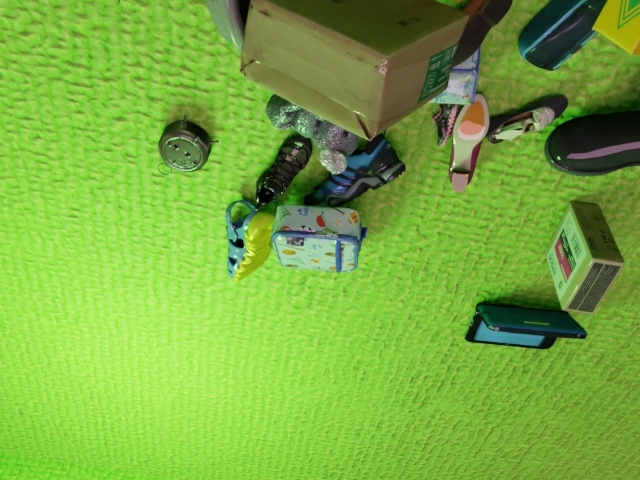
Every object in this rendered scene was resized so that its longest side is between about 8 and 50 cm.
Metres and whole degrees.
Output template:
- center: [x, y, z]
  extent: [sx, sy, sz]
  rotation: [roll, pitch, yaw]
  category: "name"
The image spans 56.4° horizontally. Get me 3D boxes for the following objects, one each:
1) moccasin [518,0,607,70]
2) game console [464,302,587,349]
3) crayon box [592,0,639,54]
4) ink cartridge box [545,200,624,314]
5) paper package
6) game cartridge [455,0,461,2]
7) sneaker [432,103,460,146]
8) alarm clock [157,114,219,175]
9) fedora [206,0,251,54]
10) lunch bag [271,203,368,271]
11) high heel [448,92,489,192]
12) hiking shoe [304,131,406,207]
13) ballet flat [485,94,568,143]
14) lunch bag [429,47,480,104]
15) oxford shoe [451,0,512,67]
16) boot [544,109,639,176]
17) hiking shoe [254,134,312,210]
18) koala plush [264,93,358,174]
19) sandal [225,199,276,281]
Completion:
- center: [0.561, -0.481, 1.202]
  extent: [0.116, 0.138, 0.342]
  rotation: [28, 142, -24]
  category: "moccasin"
- center: [0.623, 0.299, 1.844]
  extent: [0.293, 0.250, 0.174]
  rotation: [5, 105, 0]
  category: "game console"
- center: [0.698, -0.495, 1.052]
  extent: [0.362, 0.106, 0.313]
  rotation: [-13, 138, -32]
  category: "crayon box"
- center: [0.683, 0.043, 1.564]
  extent: [0.088, 0.235, 0.193]
  rotation: [8, 131, -2]
  category: "ink cartridge box"
- center: [0.071, -0.367, 1.138]
  extent: [0.309, 0.325, 0.168]
  rotation: [32, 134, 20]
  category: "paper package"
- center: [0.251, -0.648, 1.114]
  extent: [0.323, 0.053, 0.285]
  rotation: [30, 127, -20]
  category: "game cartridge"
- center: [0.295, -0.284, 1.443]
  extent: [0.057, 0.047, 0.119]
  rotation: [22, 131, 13]
  category: "sneaker"
- center: [-0.360, -0.225, 1.535]
  extent: [0.129, 0.064, 0.192]
  rotation: [36, 128, -24]
  category: "alarm clock"
- center: [-0.146, -0.498, 1.200]
  extent: [0.124, 0.244, 0.275]
  rotation: [19, 147, 27]
  category: "fedora"
- center: [0.000, 0.000, 1.591]
  extent: [0.243, 0.115, 0.303]
  rotation: [6, 162, 3]
  category: "lunch bag"
- center: [0.363, -0.244, 1.464]
  extent: [0.082, 0.117, 0.244]
  rotation: [6, 113, 12]
  category: "high heel"
- center: [0.072, -0.172, 1.535]
  extent: [0.304, 0.113, 0.132]
  rotation: [-24, 95, 31]
  category: "hiking shoe"
- center: [0.485, -0.278, 1.408]
  extent: [0.203, 0.074, 0.074]
  rotation: [-17, 128, 18]
  category: "ballet flat"
- center: [0.283, -0.383, 1.322]
  extent: [0.128, 0.096, 0.151]
  rotation: [4, 118, 4]
  category: "lunch bag"
- center: [0.301, -0.442, 1.251]
  extent: [0.212, 0.076, 0.076]
  rotation: [-45, 134, 12]
  category: "oxford shoe"
- center: [0.702, -0.268, 1.196]
  extent: [0.366, 0.146, 0.445]
  rotation: [-6, 169, 0]
  category: "boot"
- center: [-0.093, -0.167, 1.524]
  extent: [0.086, 0.114, 0.227]
  rotation: [27, 128, -19]
  category: "hiking shoe"
- center: [0.008, -0.279, 1.383]
  extent: [0.203, 0.196, 0.221]
  rotation: [-21, 128, 36]
  category: "koala plush"
- center: [-0.215, -0.004, 1.695]
  extent: [0.138, 0.126, 0.317]
  rotation: [42, 139, 16]
  category: "sandal"
